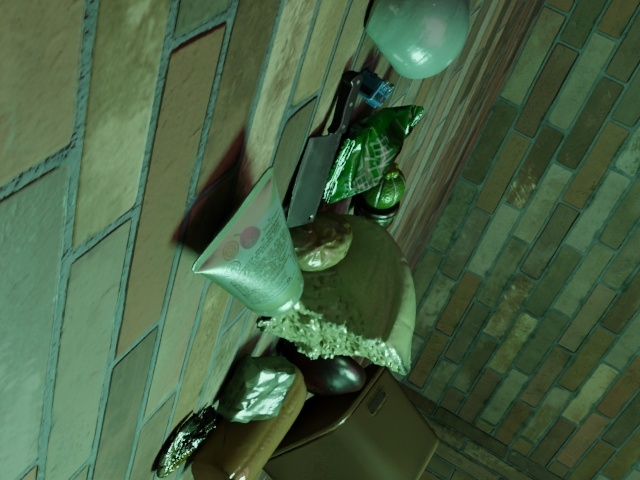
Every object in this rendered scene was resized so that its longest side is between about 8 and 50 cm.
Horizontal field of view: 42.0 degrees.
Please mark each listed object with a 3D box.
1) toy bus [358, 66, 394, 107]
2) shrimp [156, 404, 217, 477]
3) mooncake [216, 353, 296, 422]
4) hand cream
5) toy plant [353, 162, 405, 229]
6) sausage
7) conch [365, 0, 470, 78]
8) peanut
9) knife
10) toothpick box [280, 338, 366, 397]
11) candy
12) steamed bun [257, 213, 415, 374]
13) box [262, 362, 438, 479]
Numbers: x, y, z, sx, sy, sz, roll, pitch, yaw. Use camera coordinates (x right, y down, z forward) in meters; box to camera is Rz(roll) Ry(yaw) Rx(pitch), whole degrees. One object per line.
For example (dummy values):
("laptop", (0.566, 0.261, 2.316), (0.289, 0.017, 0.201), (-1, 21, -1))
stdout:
("toy bus", (0.080, -0.228, 1.254), (0.046, 0.038, 0.083), (-57, 168, 9))
("shrimp", (-0.211, 0.318, 1.356), (0.161, 0.034, 0.091), (-47, 162, -46))
("mooncake", (-0.112, 0.264, 1.494), (0.130, 0.073, 0.125), (16, 109, -48))
("hand cream", (-0.080, 0.023, 1.045), (0.147, 0.093, 0.306), (-53, 166, -12))
("toy plant", (0.116, -0.091, 1.637), (0.093, 0.093, 0.162), (-52, 163, -37))
("sausage", (-0.125, 0.350, 1.593), (0.304, 0.121, 0.121), (-52, 166, -43))
("conch", (0.143, -0.320, 1.163), (0.221, 0.121, 0.185), (-19, 108, -67))
("peanut", (0.000, 0.000, 1.344), (0.099, 0.099, 0.214), (-62, 174, 7))
("knife", (0.001, -0.125, 1.181), (0.072, 0.019, 0.245), (-14, 130, -49))
("toothpick box", (0.042, 0.190, 1.782), (0.294, 0.192, 0.192), (-61, 170, -22))
("candy", (0.074, -0.142, 1.361), (0.203, 0.078, 0.141), (-33, 142, -42))
("steamed bun", (0.071, 0.125, 1.531), (0.273, 0.272, 0.290), (-58, 172, -14))
("box", (0.063, 0.466, 1.880), (0.339, 0.229, 0.239), (-35, -174, 41))
